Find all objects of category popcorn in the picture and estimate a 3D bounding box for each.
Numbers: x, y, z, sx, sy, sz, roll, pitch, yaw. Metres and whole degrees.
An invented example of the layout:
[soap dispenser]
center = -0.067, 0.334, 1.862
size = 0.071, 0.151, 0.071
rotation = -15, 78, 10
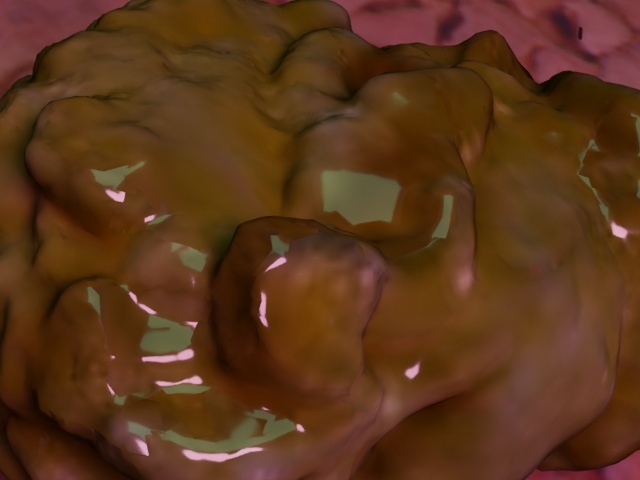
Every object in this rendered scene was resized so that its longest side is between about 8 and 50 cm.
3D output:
[popcorn]
center = 0.000, 0.000, 0.599
size = 0.286, 0.173, 0.225
rotation = -13, 46, -33
